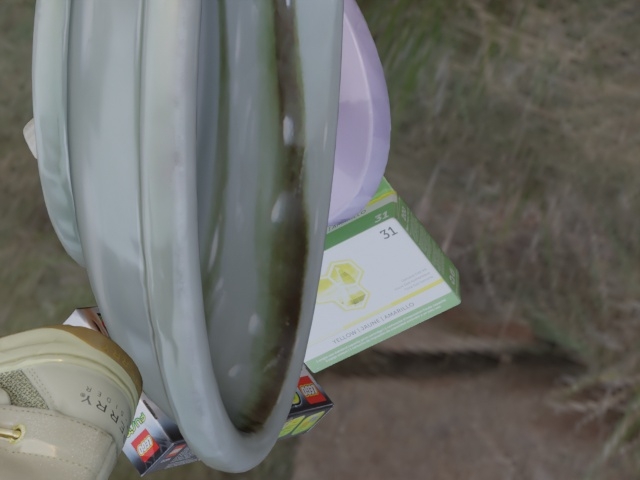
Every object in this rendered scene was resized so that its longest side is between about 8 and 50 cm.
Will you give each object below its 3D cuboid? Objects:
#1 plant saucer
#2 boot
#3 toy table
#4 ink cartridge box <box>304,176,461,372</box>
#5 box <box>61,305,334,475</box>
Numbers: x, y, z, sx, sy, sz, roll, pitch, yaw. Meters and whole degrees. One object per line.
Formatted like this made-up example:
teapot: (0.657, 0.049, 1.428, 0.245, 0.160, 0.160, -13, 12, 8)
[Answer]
plant saucer: (-0.064, -0.088, 0.910, 0.101, 0.400, 0.400, 3, 142, 8)
boot: (-0.172, 0.131, 0.716, 0.213, 0.165, 0.077, -22, 127, 20)
toy table: (-0.080, -0.135, 1.324, 0.274, 0.161, 0.252, 50, 116, 24)
ink cartridge box: (0.000, 0.000, 1.714, 0.171, 0.056, 0.235, -27, 122, 21)
box: (-0.084, 0.092, 1.258, 0.036, 0.207, 0.114, -46, 70, 24)
